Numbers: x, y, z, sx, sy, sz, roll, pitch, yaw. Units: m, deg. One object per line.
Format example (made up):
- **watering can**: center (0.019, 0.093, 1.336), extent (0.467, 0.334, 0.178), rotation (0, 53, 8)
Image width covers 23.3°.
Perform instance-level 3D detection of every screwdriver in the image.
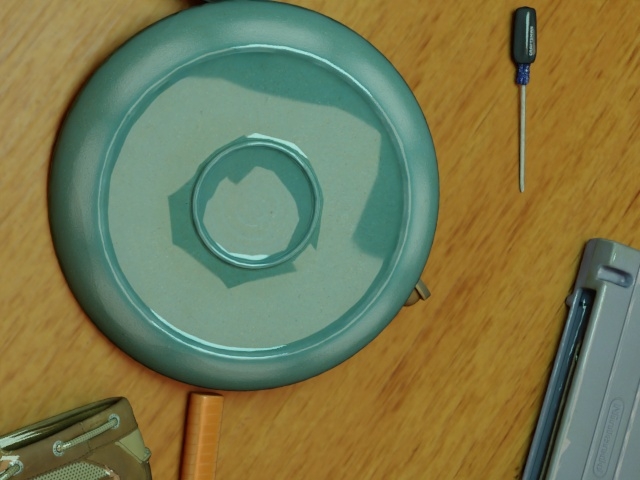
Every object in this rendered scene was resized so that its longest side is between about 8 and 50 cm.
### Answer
- **screwdriver**: center (0.184, -0.128, 1.417), extent (0.025, 0.024, 0.170), rotation (-6, 100, -58)

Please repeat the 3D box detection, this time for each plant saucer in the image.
- **plant saucer**: center (-0.053, -0.030, 1.226), extent (0.318, 0.044, 0.317), rotation (-2, 99, -12)

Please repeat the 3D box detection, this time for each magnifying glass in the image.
- **magnifying glass**: center (-0.107, 0.241, 1.283), extent (0.092, 0.026, 0.231), rotation (6, 92, -29)

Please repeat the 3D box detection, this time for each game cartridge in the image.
- **game cartridge**: center (0.304, 0.198, 1.488), extent (0.230, 0.068, 0.355), rotation (20, 84, -33)

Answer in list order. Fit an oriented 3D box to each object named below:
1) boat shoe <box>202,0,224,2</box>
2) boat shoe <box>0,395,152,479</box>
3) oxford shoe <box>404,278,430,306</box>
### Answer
- **boat shoe**: center (-0.012, -0.331, 1.214), extent (0.095, 0.112, 0.335), rotation (28, 103, -44)
- **boat shoe**: center (-0.271, 0.184, 1.141), extent (0.324, 0.122, 0.120), rotation (-9, 93, -37)
- **oxford shoe**: center (0.000, 0.000, 1.302), extent (0.212, 0.076, 0.076), rotation (36, 87, -17)
